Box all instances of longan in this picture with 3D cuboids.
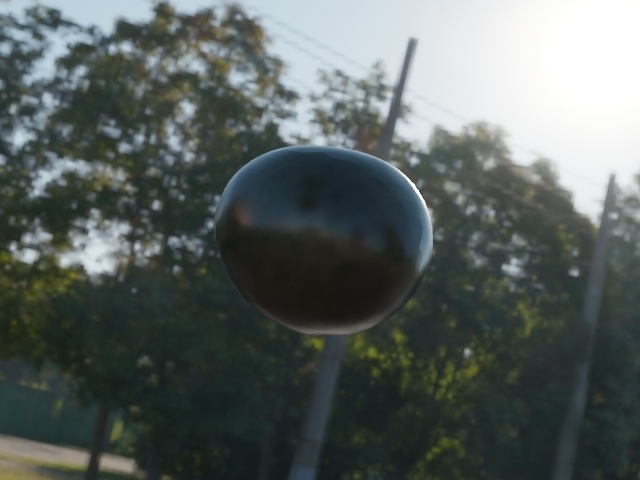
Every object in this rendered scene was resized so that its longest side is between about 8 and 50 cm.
[{"bbox_3d":[0.000,0.000,1.251,0.220,0.197,0.196,15,-9,4],"label":"longan"}]
